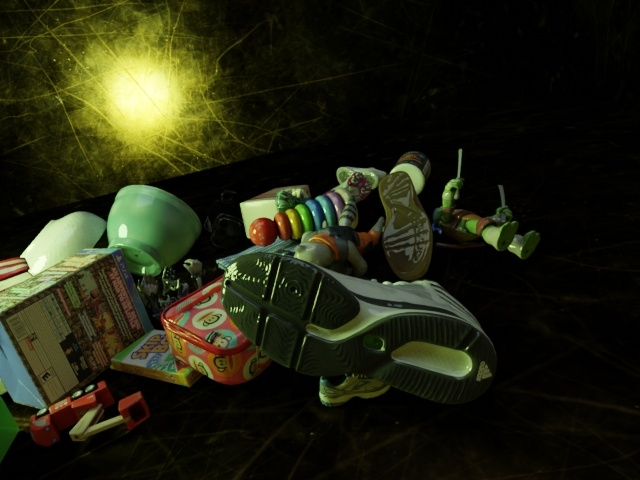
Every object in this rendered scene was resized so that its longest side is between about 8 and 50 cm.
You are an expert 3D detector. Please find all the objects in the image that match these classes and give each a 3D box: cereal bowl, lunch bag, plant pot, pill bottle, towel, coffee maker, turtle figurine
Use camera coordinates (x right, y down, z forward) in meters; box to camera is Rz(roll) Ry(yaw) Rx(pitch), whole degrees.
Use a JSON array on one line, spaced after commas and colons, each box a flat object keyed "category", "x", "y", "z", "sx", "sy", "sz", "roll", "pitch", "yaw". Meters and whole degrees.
[{"category": "cereal bowl", "x": -0.840, "y": 0.038, "z": 1.487, "sx": 0.339, "sy": 0.141, "sz": 0.338, "roll": -38, "pitch": 28, "yaw": 24}, {"category": "lunch bag", "x": -0.170, "y": 0.152, "z": 0.982, "sx": 0.258, "sy": 0.120, "sz": 0.293, "roll": 15, "pitch": 32, "yaw": 34}, {"category": "plant pot", "x": -0.559, "y": -0.007, "z": 1.512, "sx": 0.293, "sy": 0.293, "sz": 0.196, "roll": -4, "pitch": 50, "yaw": 25}, {"category": "pill bottle", "x": 0.337, "y": -0.254, "z": 1.735, "sx": 0.131, "sy": 0.130, "sz": 0.245, "roll": -5, "pitch": 22, "yaw": 22}, {"category": "towel", "x": -0.134, "y": 0.052, "z": 1.375, "sx": 0.243, "sy": 0.040, "sz": 0.336, "roll": -26, "pitch": 24, "yaw": -30}, {"category": "coffee maker", "x": -0.338, "y": -0.075, "z": 1.642, "sx": 0.120, "sy": 0.171, "sz": 0.178, "roll": -3, "pitch": 19, "yaw": -20}, {"category": "turtle figurine", "x": 0.402, "y": -0.083, "z": 1.137, "sx": 0.275, "sy": 0.197, "sz": 0.266, "roll": -38, "pitch": 36, "yaw": -6}]

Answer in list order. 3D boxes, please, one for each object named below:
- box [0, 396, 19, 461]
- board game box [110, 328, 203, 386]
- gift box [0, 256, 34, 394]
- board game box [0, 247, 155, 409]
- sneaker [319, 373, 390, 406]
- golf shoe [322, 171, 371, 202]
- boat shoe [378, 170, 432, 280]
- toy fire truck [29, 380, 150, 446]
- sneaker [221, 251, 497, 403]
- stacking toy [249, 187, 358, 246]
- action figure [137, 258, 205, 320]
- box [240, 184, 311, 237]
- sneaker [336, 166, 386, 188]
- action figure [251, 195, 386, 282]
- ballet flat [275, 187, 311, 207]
[{"category": "box", "x": -0.704, "y": 0.299, "z": 0.791, "sx": 0.231, "sy": 0.261, "sz": 0.126, "roll": -17, "pitch": 20, "yaw": -5}, {"category": "board game box", "x": -0.334, "y": 0.247, "z": 1.014, "sx": 0.260, "sy": 0.039, "sz": 0.124, "roll": -3, "pitch": 22, "yaw": 33}, {"category": "gift box", "x": -0.788, "y": 0.196, "z": 1.108, "sx": 0.277, "sy": 0.257, "sz": 0.255, "roll": 9, "pitch": 30, "yaw": 43}, {"category": "board game box", "x": -0.556, "y": 0.181, "z": 1.038, "sx": 0.141, "sy": 0.231, "sz": 0.291, "roll": -1, "pitch": 23, "yaw": 30}, {"category": "sneaker", "x": 0.061, "y": 0.229, "z": 0.776, "sx": 0.136, "sy": 0.058, "sz": 0.052, "roll": -16, "pitch": 21, "yaw": -9}, {"category": "golf shoe", "x": 0.058, "y": -0.130, "z": 1.663, "sx": 0.306, "sy": 0.115, "sz": 0.140, "roll": -37, "pitch": 6, "yaw": -40}, {"category": "boat shoe", "x": 0.226, "y": -0.030, "z": 1.196, "sx": 0.122, "sy": 0.110, "sz": 0.340, "roll": -16, "pitch": 48, "yaw": 19}, {"category": "toy fire truck", "x": -0.422, "y": 0.322, "z": 0.854, "sx": 0.192, "sy": 0.047, "sz": 0.135, "roll": -24, "pitch": 25, "yaw": -24}, {"category": "sneaker", "x": 0.065, "y": 0.130, "z": 0.821, "sx": 0.448, "sy": 0.169, "sz": 0.257, "roll": 17, "pitch": 8, "yaw": 14}, {"category": "stacking toy", "x": -0.057, "y": -0.059, "z": 1.442, "sx": 0.331, "sy": 0.141, "sz": 0.141, "roll": -17, "pitch": 21, "yaw": -16}, {"category": "action figure", "x": -0.378, "y": 0.127, "z": 1.198, "sx": 0.164, "sy": 0.140, "sz": 0.276, "roll": -15, "pitch": 16, "yaw": -37}, {"category": "box", "x": -0.144, "y": -0.103, "z": 1.618, "sx": 0.149, "sy": 0.126, "sz": 0.232, "roll": -3, "pitch": 17, "yaw": 27}, {"category": "sneaker", "x": 0.172, "y": -0.263, "z": 1.943, "sx": 0.232, "sy": 0.090, "sz": 0.115, "roll": 18, "pitch": 30, "yaw": 39}, {"category": "action figure", "x": 0.000, "y": 0.000, "z": 1.176, "sx": 0.342, "sy": 0.178, "sz": 0.330, "roll": 10, "pitch": 19, "yaw": 17}, {"category": "ballet flat", "x": -0.078, "y": -0.139, "z": 1.512, "sx": 0.070, "sy": 0.070, "sz": 0.188, "roll": -2, "pitch": 4, "yaw": 28}]
